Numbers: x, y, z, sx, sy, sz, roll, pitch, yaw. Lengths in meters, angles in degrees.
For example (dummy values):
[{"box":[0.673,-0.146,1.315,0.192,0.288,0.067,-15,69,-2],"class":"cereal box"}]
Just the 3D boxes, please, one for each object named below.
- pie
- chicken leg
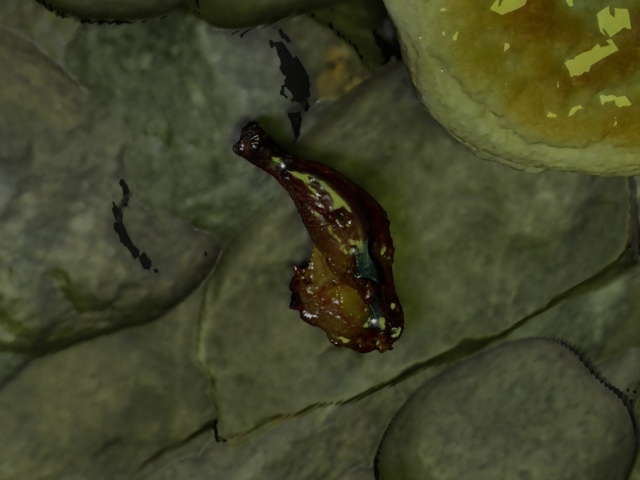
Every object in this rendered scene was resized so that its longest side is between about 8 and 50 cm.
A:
[{"box":[0.173,-0.165,0.754,0.337,0.075,0.337,-9,117,-18],"class":"pie"},{"box":[0.005,-0.002,0.791,0.062,0.037,0.145,-17,122,1],"class":"chicken leg"}]
